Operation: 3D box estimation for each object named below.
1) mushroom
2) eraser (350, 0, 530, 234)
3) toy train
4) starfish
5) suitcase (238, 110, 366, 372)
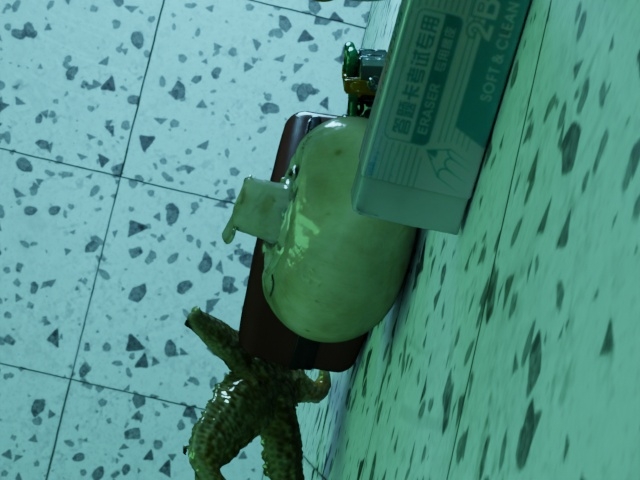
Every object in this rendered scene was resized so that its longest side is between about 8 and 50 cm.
[{"bbox_3d":[0.002,-0.013,1.521,0.246,0.202,0.246,-167,90,-76],"label":"mushroom"},{"bbox_3d":[0.097,-0.121,1.166,0.052,0.095,0.225,-93,16,-66],"label":"eraser"},{"bbox_3d":[0.076,-0.218,2.111,0.227,0.091,0.136,-93,6,-75],"label":"toy train"},{"bbox_3d":[-0.061,0.253,1.887,0.432,0.082,0.324,49,-150,-60],"label":"starfish"},{"bbox_3d":[0.000,0.000,1.834,0.297,0.161,0.236,-81,4,-47],"label":"suitcase"}]
